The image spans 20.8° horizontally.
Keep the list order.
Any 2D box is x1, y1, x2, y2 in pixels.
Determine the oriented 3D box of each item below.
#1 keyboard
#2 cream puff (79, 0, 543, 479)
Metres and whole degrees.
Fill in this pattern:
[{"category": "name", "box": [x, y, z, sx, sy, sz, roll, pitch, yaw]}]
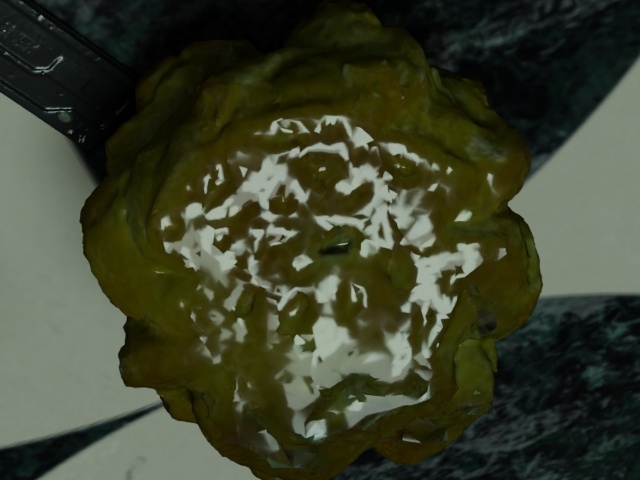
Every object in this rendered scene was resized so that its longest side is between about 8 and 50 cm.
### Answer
[{"category": "keyboard", "box": [-0.159, -0.101, 0.896, 0.053, 0.010, 0.155, -41, 128, 17]}, {"category": "cream puff", "box": [-0.001, 0.000, 0.904, 0.244, 0.196, 0.244, -9, 130, -11]}]
